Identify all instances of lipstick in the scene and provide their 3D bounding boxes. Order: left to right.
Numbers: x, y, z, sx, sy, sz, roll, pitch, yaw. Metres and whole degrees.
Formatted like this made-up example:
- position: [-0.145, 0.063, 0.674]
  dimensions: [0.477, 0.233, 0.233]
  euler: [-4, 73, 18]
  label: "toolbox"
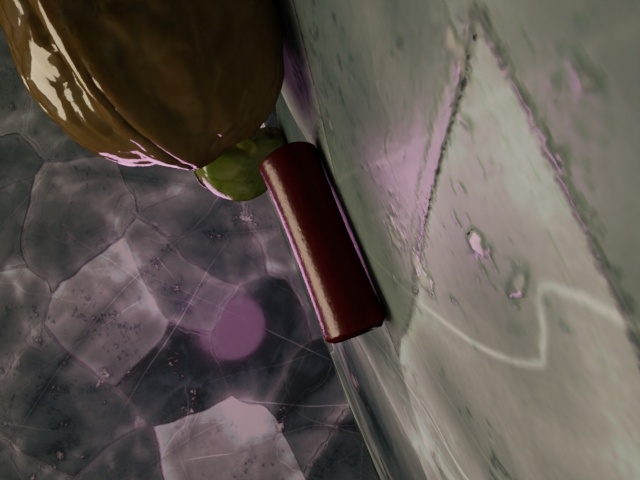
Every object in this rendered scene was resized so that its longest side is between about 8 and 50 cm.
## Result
- position: [0.000, 0.000, 0.524]
  dimensions: [0.080, 0.080, 0.241]
  euler: [105, 143, -78]
  label: "lipstick"

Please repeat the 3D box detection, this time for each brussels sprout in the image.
- position: [-0.155, -0.150, 0.834]
  dimensions: [0.131, 0.183, 0.145]
  euler: [-114, 27, -56]
  label: "brussels sprout"

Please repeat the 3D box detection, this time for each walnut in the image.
- position: [-0.189, -0.229, 0.477]
  dimensions: [0.252, 0.277, 0.313]
  euler: [175, 75, -73]
  label: "walnut"
